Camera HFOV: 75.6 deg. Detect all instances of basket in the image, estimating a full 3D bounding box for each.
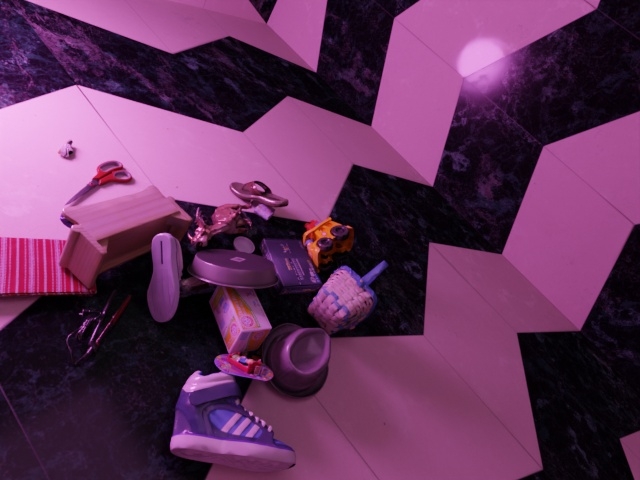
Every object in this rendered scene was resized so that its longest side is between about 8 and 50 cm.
[{"bbox_3d":[0.109,0.202,1.520,0.201,0.254,0.289,44,55,11],"label":"basket"}]

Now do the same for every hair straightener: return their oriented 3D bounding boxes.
[{"bbox_3d":[-0.590,0.218,1.078,0.089,0.047,0.230,28,41,-14],"label":"hair straightener"}]

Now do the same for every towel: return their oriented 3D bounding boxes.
[{"bbox_3d":[-0.760,0.071,1.099,0.275,0.031,0.198,5,45,-40],"label":"towel"}]

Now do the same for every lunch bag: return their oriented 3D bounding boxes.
[{"bbox_3d":[-0.239,-0.120,1.740,0.071,0.053,0.083,35,24,-4],"label":"lunch bag"}]

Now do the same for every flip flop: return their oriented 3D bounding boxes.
[{"bbox_3d":[-0.256,-0.208,1.740,0.277,0.079,0.112,20,27,24],"label":"flip flop"}]

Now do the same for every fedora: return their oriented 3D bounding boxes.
[{"bbox_3d":[-0.051,0.355,1.298,0.243,0.124,0.276,53,37,11],"label":"fedora"}]

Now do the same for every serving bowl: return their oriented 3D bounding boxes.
[{"bbox_3d":[-0.292,0.025,1.553,0.084,0.027,0.083,23,39,-20],"label":"serving bowl"}]

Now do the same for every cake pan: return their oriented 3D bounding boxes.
[{"bbox_3d":[-0.277,0.086,1.340,0.294,0.054,0.293,11,9,-2],"label":"cake pan"}]

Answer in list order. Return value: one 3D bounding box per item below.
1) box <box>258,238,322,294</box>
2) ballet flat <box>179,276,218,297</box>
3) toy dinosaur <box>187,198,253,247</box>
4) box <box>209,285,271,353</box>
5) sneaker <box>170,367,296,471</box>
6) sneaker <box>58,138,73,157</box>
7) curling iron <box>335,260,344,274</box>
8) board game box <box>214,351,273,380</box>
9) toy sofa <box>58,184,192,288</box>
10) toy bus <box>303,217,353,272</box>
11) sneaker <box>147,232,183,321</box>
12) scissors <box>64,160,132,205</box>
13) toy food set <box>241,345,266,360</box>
[{"bbox_3d":[-0.117,0.098,1.595,0.184,0.059,0.232,2,48,-38],"label":"box"},{"bbox_3d":[-0.383,0.136,1.321,0.189,0.070,0.070,-18,63,-49],"label":"ballet flat"},{"bbox_3d":[-0.365,-0.084,1.546,0.201,0.126,0.295,-1,20,6],"label":"toy dinosaur"},{"bbox_3d":[-0.250,0.229,1.272,0.103,0.114,0.203,2,43,-40],"label":"box"},{"bbox_3d":[-0.208,0.445,1.069,0.323,0.130,0.236,18,44,-16],"label":"sneaker"},{"bbox_3d":[-0.878,-0.318,1.435,0.037,0.032,0.083,34,38,-29],"label":"sneaker"},{"bbox_3d":[0.058,0.056,1.817,0.068,0.035,0.273,-5,55,-21],"label":"curling iron"},{"bbox_3d":[-0.209,0.341,1.158,0.169,0.033,0.133,18,2,-16],"label":"board game box"},{"bbox_3d":[-0.582,-0.025,1.232,0.177,0.150,0.362,42,30,6],"label":"toy sofa"},{"bbox_3d":[0.000,0.000,1.737,0.212,0.149,0.220,33,50,28],"label":"toy bus"},{"bbox_3d":[-0.443,0.108,1.217,0.095,0.257,0.091,1,-5,11],"label":"sneaker"},{"bbox_3d":[-0.774,-0.201,1.402,0.109,0.021,0.297,41,37,1],"label":"scissors"},{"bbox_3d":[-0.207,0.357,1.268,0.078,0.019,0.122,44,28,8],"label":"toy food set"}]
